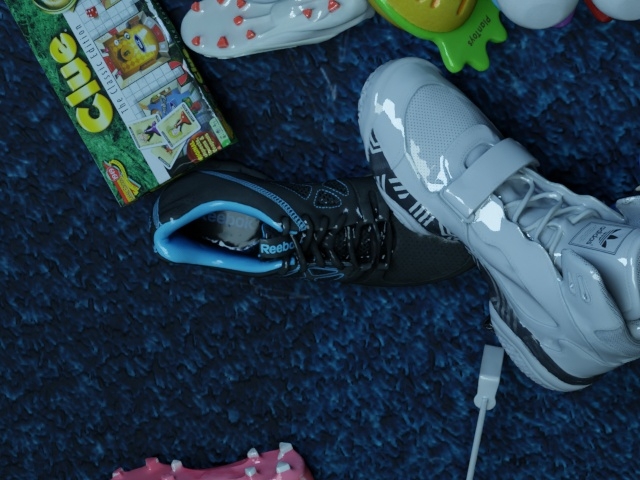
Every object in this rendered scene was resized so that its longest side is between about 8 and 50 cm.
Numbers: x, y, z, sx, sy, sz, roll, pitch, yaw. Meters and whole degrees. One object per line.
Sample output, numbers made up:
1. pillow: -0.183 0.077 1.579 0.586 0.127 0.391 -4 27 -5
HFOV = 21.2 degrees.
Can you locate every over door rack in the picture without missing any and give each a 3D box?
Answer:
1. over door rack: 0.252 0.286 1.756 0.239 0.108 0.324 10 113 5

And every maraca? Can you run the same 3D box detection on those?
1. maraca: 0.102 -0.236 1.570 0.186 0.127 0.099 45 149 -17

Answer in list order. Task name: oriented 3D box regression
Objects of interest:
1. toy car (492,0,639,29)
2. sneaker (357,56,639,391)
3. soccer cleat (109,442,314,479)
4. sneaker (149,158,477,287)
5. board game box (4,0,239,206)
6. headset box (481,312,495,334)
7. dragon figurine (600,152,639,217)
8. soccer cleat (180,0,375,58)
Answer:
1. toy car: 0.226 -0.250 1.536 0.182 0.159 0.136 -6 151 0
2. sneaker: 0.196 -0.028 1.544 0.366 0.137 0.210 54 151 -9
3. soccer cleat: -0.125 0.282 1.836 0.248 0.083 0.095 -11 114 11
4. sneaker: 0.000 0.000 1.666 0.340 0.140 0.125 2 110 7
5. board game box: -0.200 -0.176 1.659 0.136 0.030 0.260 -30 91 21
6. headset box: 0.214 0.082 1.706 0.083 0.032 0.062 34 81 -6
7. dragon figurine: 0.351 -0.074 1.605 0.085 0.144 0.289 40 93 -6
8. soccer cleat: -0.041 -0.208 1.632 0.196 0.076 0.068 -8 77 27
